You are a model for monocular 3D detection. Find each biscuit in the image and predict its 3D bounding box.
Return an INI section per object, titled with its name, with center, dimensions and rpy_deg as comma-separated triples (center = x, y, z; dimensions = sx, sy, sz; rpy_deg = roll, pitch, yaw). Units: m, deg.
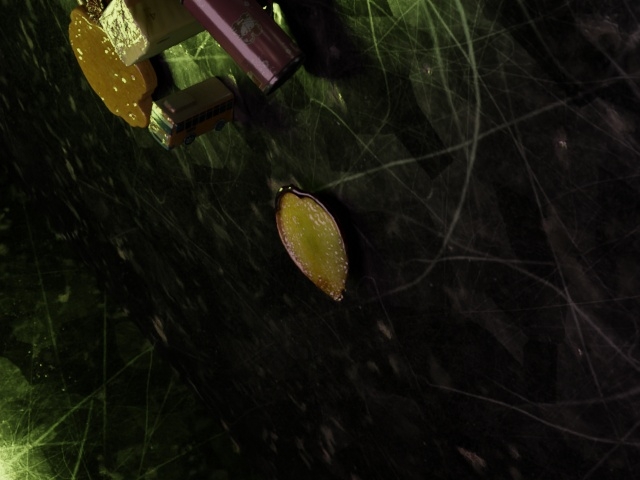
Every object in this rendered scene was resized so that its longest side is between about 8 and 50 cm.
[biscuit]
center = -0.530, -0.444, 2.274
dimensions = 0.351, 0.057, 0.312
rpy_deg = 34, 148, 32

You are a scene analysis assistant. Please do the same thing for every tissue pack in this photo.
[tissue pack]
center = -0.302, -0.459, 1.739
dimensions = 0.125, 0.234, 0.159
rpy_deg = 60, 151, -7

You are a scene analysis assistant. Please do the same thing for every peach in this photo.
[peach]
center = 0.002, -0.003, 1.883
dimensions = 0.189, 0.068, 0.279
rpy_deg = -7, 110, 51

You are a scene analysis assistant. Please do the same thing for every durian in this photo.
[durian]
center = -0.451, -0.539, 1.986
dimensions = 0.158, 0.168, 0.137
rpy_deg = 28, 125, 15

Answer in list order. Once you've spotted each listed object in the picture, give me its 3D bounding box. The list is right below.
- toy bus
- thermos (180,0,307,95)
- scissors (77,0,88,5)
[toy bus]
center = -0.286, -0.284, 1.938
dimensions = 0.091, 0.182, 0.103
rpy_deg = 45, 147, 23
[thermos]
center = -0.165, -0.438, 1.629
dimensions = 0.330, 0.109, 0.136
rpy_deg = 47, 117, -3
[scissors]
center = -0.626, -0.682, 2.244
dimensions = 0.318, 0.024, 0.160
rpy_deg = 60, 153, -5
